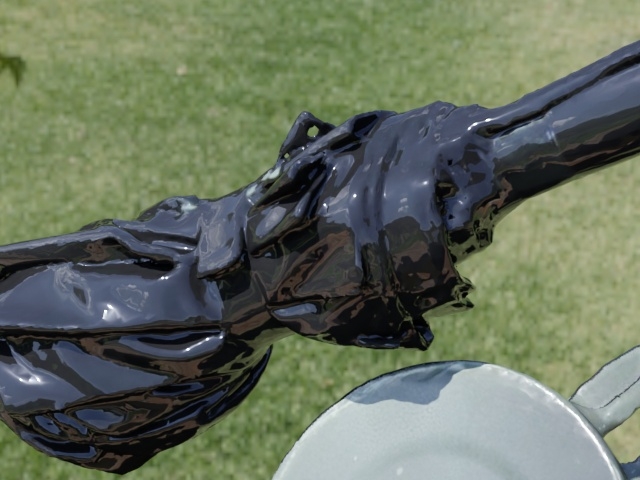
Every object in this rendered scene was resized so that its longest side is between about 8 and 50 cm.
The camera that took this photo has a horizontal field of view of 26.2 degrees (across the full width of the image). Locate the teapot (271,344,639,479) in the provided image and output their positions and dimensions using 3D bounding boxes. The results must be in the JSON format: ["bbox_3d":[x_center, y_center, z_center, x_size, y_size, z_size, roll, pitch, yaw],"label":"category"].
[{"bbox_3d":[0.083,0.139,0.561,0.162,0.239,0.149,39,3,39],"label":"teapot"}]

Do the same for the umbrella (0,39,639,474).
[{"bbox_3d":[0.000,0.000,0.553,0.340,0.118,0.118,-25,14,23],"label":"umbrella"}]
